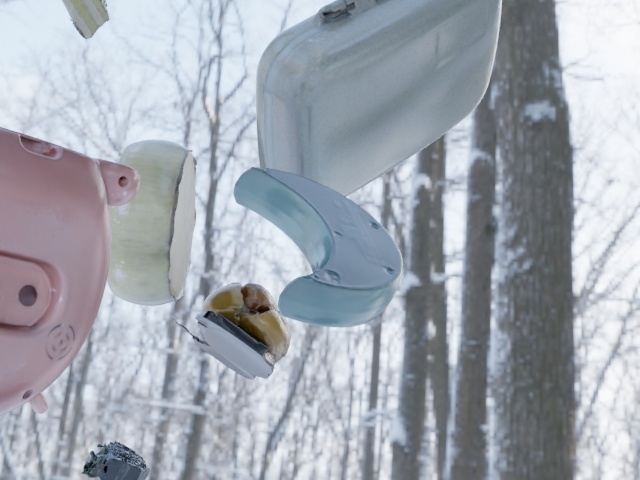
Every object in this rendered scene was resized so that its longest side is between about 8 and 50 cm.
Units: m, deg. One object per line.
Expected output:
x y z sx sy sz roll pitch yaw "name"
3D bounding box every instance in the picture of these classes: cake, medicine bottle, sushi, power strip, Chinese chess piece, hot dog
-0.304 -0.316 1.360 0.052 0.121 0.065 -30 -5 9 "cake"
0.081 -0.210 1.383 0.123 0.375 0.282 38 -34 28 "medicine bottle"
-0.298 0.332 1.566 0.084 0.056 0.083 26 8 6 "sushi"
0.000 0.000 0.937 0.137 0.216 0.044 12 -61 -24 "power strip"
-0.256 -0.027 1.640 0.104 0.257 0.257 6 -24 0 "Chinese chess piece"
-0.134 0.136 1.774 0.194 0.107 0.326 35 -17 -11 "hot dog"

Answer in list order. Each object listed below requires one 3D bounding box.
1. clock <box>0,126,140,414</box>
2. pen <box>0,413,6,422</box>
-0.264 0.030 0.793 0.227 0.241 0.142 18 -5 -42 "clock"
-0.530 0.304 1.673 0.028 0.239 0.028 35 -1 1 "pen"
